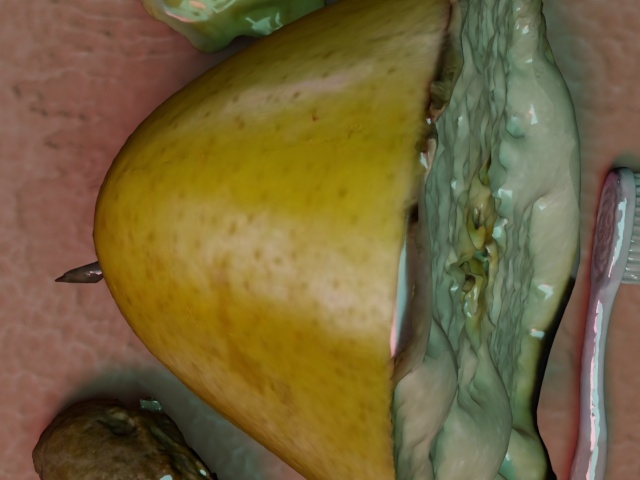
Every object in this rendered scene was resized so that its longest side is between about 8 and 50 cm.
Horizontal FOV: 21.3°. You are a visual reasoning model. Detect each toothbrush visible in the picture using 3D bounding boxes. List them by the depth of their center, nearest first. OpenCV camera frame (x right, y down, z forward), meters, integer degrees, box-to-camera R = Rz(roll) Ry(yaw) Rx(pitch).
[{"bbox_3d":[0.124,0.118,0.784,0.029,0.025,0.307,4,99,-18],"label":"toothbrush"}]

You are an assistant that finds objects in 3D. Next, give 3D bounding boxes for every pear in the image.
[{"bbox_3d":[0.000,-0.002,0.662,0.178,0.267,0.267,8,101,21],"label":"pear"}]

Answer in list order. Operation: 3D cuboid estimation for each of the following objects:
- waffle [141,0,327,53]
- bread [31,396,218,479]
[{"bbox_3d":[-0.004,-0.202,0.689,0.250,0.056,0.261,31,96,-13],"label":"waffle"},{"bbox_3d":[-0.069,0.116,0.724,0.060,0.082,0.113,-41,107,-3],"label":"bread"}]
